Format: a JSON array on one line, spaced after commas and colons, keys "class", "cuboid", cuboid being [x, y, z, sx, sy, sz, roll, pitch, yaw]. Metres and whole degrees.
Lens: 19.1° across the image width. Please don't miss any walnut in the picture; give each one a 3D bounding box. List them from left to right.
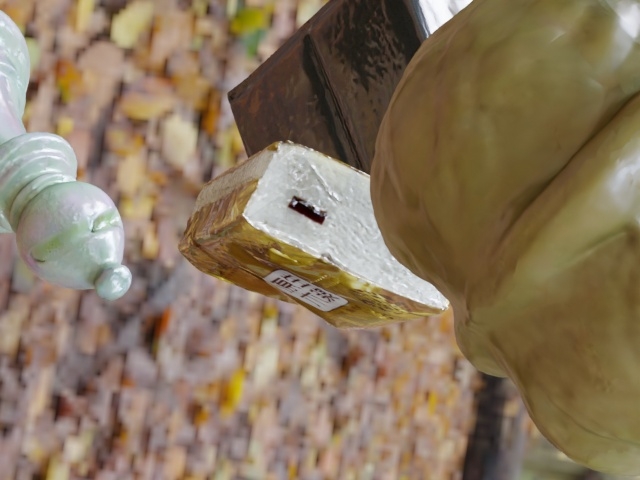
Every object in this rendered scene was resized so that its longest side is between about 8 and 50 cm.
[{"class": "walnut", "cuboid": [0.182, -0.024, 1.035, 0.282, 0.277, 0.253, 61, -27, -6]}]

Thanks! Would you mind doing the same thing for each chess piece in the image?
[{"class": "chess piece", "cuboid": [-0.206, -0.050, 1.270, 0.139, 0.271, 0.139, -29, 143, -25]}]

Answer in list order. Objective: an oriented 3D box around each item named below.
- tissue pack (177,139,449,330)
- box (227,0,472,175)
[{"class": "tissue pack", "cuboid": [0.000, 0.000, 1.512, 0.092, 0.183, 0.226, -67, -166, -15]}, {"class": "box", "cuboid": [0.134, -0.101, 1.790, 0.251, 0.345, 0.204, -41, -124, 36]}]
